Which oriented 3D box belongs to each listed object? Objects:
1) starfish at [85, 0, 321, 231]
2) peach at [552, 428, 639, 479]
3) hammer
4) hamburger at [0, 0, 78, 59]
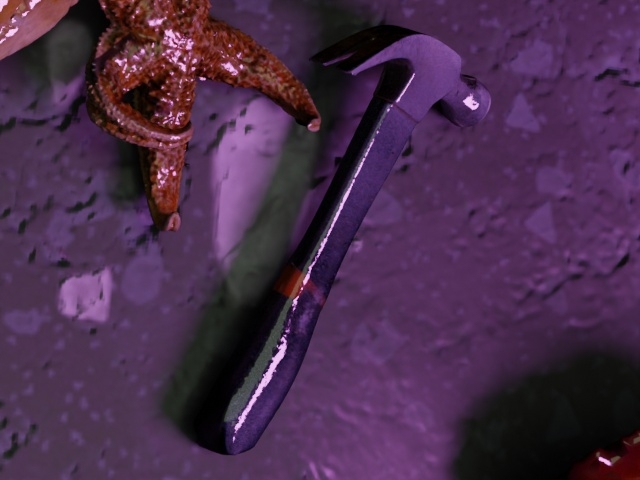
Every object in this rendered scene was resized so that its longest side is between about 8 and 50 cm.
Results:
[{"bbox_3d":[-0.071,-0.102,1.084,0.146,0.074,0.189,-3,106,-36],"label":"starfish"},{"bbox_3d":[0.302,0.275,1.044,0.310,0.406,0.335,49,61,-37],"label":"peach"},{"bbox_3d":[0.000,0.000,1.102,0.137,0.037,0.289,35,81,-48],"label":"hammer"},{"bbox_3d":[-0.225,-0.214,1.020,0.211,0.132,0.308,6,82,-15],"label":"hamburger"}]
